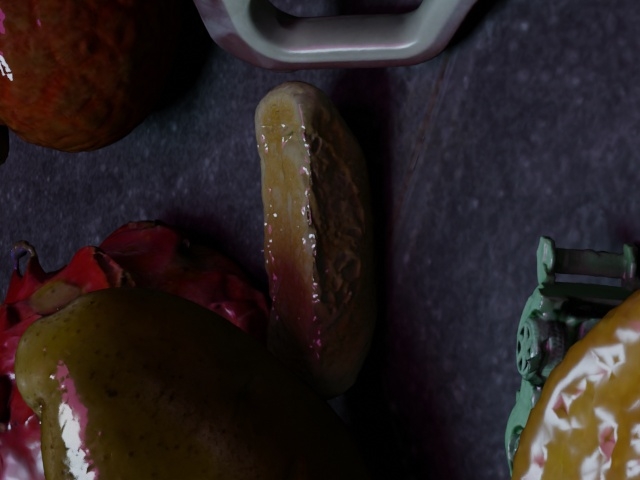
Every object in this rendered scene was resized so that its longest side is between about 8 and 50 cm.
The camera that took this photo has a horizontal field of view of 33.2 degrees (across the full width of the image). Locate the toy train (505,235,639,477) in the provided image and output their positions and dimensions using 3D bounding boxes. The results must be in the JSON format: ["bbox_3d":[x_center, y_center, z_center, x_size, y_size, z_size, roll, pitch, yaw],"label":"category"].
[{"bbox_3d":[0.156,0.081,0.635,0.081,0.099,0.149,-104,19,-71],"label":"toy train"}]

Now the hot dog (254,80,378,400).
[{"bbox_3d":[0.000,0.000,0.821,0.084,0.073,0.242,-4,90,54],"label":"hot dog"}]

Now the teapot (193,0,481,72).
[{"bbox_3d":[-0.008,-0.241,0.693,0.312,0.315,0.233,-5,43,33],"label":"teapot"}]

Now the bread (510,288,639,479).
[{"bbox_3d":[0.248,0.154,0.436,0.358,0.204,0.336,44,127,38],"label":"bread"}]

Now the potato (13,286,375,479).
[{"bbox_3d":[-0.067,0.189,0.749,0.195,0.176,0.369,-35,92,12],"label":"potato"}]

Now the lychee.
[{"bbox_3d":[-0.253,-0.186,0.982,0.300,0.255,0.255,-45,47,-8],"label":"lychee"}]

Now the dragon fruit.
[{"bbox_3d":[-0.205,0.177,0.950,0.386,0.249,0.371,-52,48,33],"label":"dragon fruit"}]
